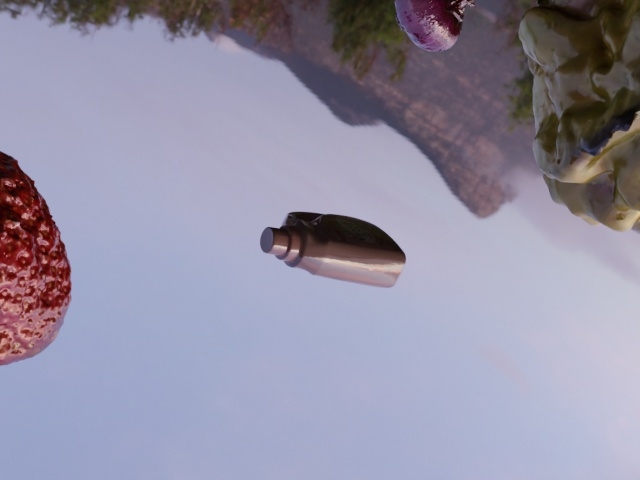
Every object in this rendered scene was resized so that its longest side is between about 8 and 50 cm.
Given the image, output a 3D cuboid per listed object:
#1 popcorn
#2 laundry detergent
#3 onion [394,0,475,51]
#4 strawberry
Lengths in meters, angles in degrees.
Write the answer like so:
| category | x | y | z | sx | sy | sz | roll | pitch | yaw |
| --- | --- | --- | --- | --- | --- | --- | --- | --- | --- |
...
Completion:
| category | x | y | z | sx | sy | sz | roll | pitch | yaw |
| --- | --- | --- | --- | --- | --- | --- | --- | --- | --- |
| popcorn | 0.287 | -0.147 | 0.720 | 0.215 | 0.286 | 0.252 | 6 | -149 | -28 |
| laundry detergent | 0.000 | 0.000 | 1.293 | 0.237 | 0.076 | 0.171 | 10 | -158 | -34 |
| onion | 0.144 | -0.297 | 1.057 | 0.104 | 0.115 | 0.115 | -9 | 180 | 23 |
| strawberry | -0.432 | 0.031 | 1.017 | 0.277 | 0.257 | 0.257 | 50 | -167 | -4 |
